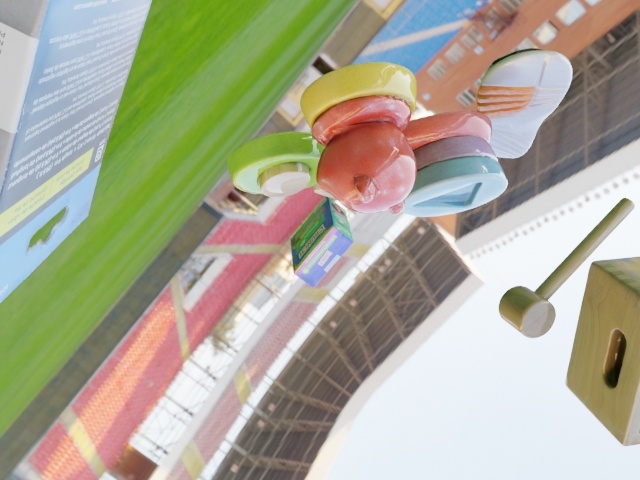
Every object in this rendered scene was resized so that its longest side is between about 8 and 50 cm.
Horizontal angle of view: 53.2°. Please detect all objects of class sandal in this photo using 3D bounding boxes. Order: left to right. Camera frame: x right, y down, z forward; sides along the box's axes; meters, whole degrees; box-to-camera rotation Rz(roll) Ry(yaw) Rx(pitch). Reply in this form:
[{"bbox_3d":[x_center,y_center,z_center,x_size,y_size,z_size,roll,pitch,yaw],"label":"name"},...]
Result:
[{"bbox_3d":[0.255,-0.193,0.851,0.265,0.102,0.076,78,22,-73],"label":"sandal"}]

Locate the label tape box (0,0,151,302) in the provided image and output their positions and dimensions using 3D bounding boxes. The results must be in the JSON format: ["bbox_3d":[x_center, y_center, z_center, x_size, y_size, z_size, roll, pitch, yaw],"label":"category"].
[{"bbox_3d":[-0.251,-0.134,0.551,0.240,0.106,0.333,-81,-164,-65],"label":"label tape box"}]

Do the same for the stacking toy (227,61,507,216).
[{"bbox_3d":[0.056,-0.061,0.761,0.280,0.309,0.130,-22,-110,40],"label":"stacking toy"}]

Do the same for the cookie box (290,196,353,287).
[{"bbox_3d":[0.000,0.000,0.910,0.092,0.040,0.107,-49,-159,18],"label":"cookie box"}]

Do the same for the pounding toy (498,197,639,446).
[{"bbox_3d":[0.253,0.065,0.500,0.094,0.206,0.181,-121,-151,-62],"label":"pounding toy"}]
